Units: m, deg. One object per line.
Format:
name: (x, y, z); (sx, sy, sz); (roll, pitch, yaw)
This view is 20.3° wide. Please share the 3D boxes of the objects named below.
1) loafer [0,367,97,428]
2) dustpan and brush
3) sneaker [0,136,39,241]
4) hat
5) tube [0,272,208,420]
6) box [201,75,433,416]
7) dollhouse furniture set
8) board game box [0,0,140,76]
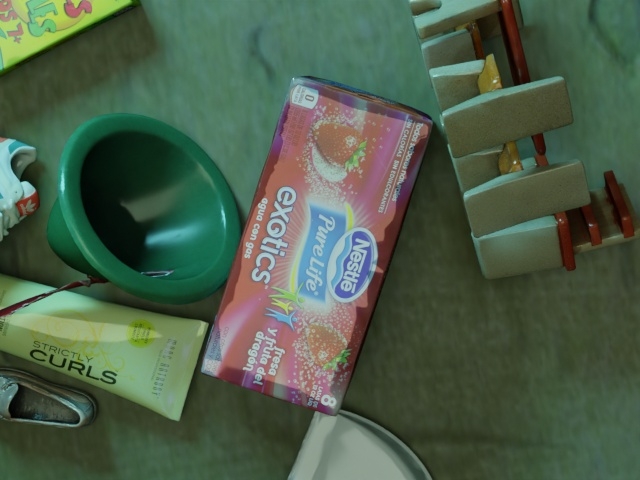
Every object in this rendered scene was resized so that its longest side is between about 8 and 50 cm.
loafer: (-0.258, 0.139, 1.560); (0.125, 0.039, 0.045); (10, 97, 4)
dustpan and brush: (0.072, 0.246, 1.542); (0.211, 0.060, 0.147); (22, 92, 9)
sneaker: (-0.277, -0.025, 1.505); (0.075, 0.057, 0.161); (3, 52, -2)
hat: (-0.202, 0.005, 1.528); (0.183, 0.208, 0.173); (-33, 59, 43)
tube: (-0.222, 0.077, 1.544); (0.240, 0.062, 0.070); (18, 141, -1)
box: (0.000, 0.000, 1.480); (0.122, 0.128, 0.257); (18, 96, 1)
dollhouse furniture set: (0.162, -0.103, 1.411); (0.135, 0.262, 0.259); (-15, 128, 4)
board game box: (-0.256, -0.202, 1.524); (0.181, 0.043, 0.092); (-27, 93, 7)
